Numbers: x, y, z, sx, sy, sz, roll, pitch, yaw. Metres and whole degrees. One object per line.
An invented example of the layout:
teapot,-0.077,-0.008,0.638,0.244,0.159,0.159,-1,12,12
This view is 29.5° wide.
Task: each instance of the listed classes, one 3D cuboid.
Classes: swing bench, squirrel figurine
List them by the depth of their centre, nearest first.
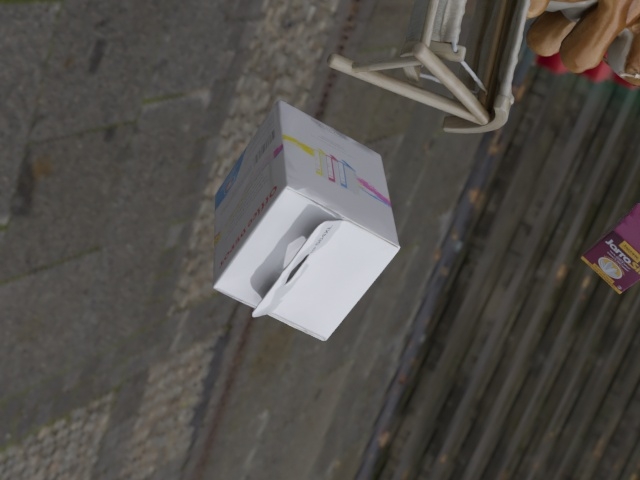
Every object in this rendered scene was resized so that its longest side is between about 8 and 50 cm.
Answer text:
swing bench,0.176,-0.298,1.551,0.254,0.165,0.253,22,77,-40
squirrel figurine,0.491,-0.444,1.938,0.397,0.370,0.281,-62,-163,4

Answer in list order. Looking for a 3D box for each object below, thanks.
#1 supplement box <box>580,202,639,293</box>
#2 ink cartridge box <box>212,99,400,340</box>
supplement box,0.295,0.009,1.162,0.043,0.055,0.083,-43,172,-21
ink cartridge box,-0.012,-0.010,0.819,0.092,0.090,0.143,-53,-158,26
